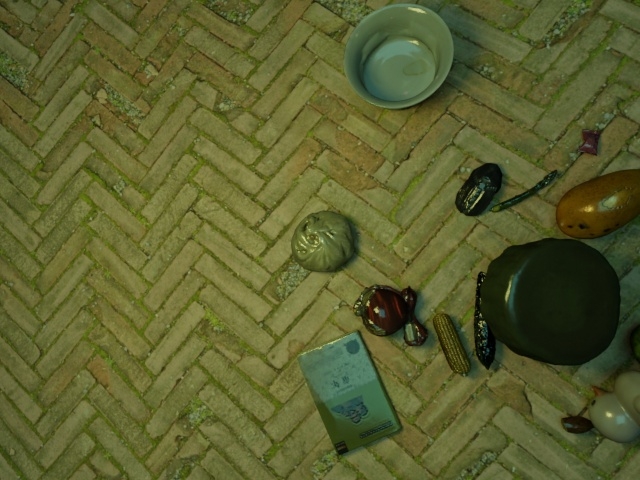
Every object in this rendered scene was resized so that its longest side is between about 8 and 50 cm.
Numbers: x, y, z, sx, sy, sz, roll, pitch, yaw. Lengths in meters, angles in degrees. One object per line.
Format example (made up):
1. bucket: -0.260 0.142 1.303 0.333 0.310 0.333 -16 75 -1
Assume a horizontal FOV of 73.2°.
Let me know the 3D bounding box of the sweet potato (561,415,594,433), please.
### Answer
1. sweet potato: 0.769 0.544 1.268 0.116 0.049 0.050 0 85 4

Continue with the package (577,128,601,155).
1. package: 0.836 -0.306 1.341 0.059 0.029 0.084 16 80 11

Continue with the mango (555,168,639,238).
1. mango: 0.834 -0.113 1.247 0.290 0.191 0.160 -29 86 4

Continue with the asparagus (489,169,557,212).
1. asparagus: 0.649 -0.150 1.371 0.235 0.027 0.034 -31 89 9

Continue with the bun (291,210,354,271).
1. bun: 0.000 0.000 1.458 0.230 0.133 0.232 -2 84 15

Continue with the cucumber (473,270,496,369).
1. cucumber: 0.514 0.249 1.342 0.071 0.072 0.301 4 85 14

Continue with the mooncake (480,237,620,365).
1. mooncake: 0.647 0.170 1.230 0.355 0.194 0.357 0 89 -5

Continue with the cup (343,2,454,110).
1. cup: 0.260 -0.578 1.434 0.346 0.163 0.348 -1 84 14

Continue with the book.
1. book: 0.089 0.501 1.438 0.239 0.035 0.353 -26 79 8

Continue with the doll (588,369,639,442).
1. doll: 0.869 0.485 1.179 0.221 0.221 0.251 -46 50 5

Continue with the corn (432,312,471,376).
1. corn: 0.413 0.328 1.361 0.068 0.068 0.208 -24 78 10

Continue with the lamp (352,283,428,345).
1. lamp: 0.222 0.241 1.372 0.223 0.151 0.215 -10 87 10

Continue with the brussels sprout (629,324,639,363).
1. brussels sprout: 0.940 0.308 1.183 0.131 0.145 0.183 -25 35 28

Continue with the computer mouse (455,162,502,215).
1. computer mouse: 0.514 -0.168 1.387 0.105 0.062 0.192 35 92 14
